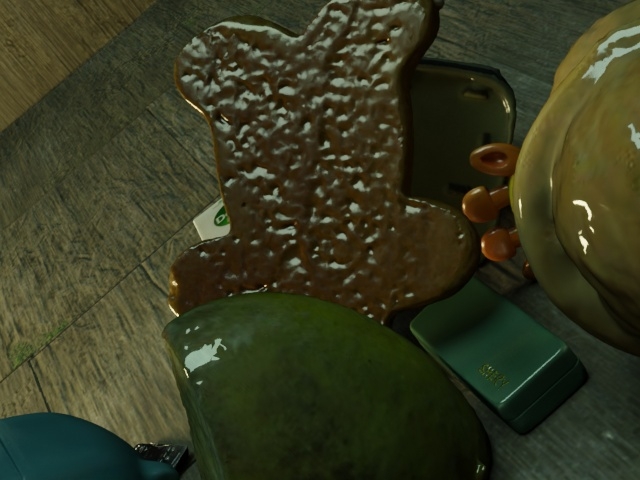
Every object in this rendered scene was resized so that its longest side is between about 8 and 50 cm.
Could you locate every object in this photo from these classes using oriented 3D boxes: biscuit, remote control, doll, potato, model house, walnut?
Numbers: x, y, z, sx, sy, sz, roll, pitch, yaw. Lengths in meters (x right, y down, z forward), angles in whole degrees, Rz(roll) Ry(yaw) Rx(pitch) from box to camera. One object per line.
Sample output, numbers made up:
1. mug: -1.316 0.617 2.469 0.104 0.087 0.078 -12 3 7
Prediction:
1. biscuit: 0.001 0.000 1.154 0.282 0.432 0.064 -11 -9 18
2. remote control: -0.166 0.222 1.339 0.096 0.014 0.039 -7 41 49
3. doll: 0.229 -0.057 1.144 0.220 0.143 0.135 -28 29 7
4. potato: -0.019 0.159 0.977 0.269 0.255 0.112 -45 26 -12
5. model house: 0.061 -0.095 1.357 0.279 0.218 0.205 -107 26 -79
6. walnut: 0.275 -0.040 0.910 0.285 0.285 0.296 -29 22 19

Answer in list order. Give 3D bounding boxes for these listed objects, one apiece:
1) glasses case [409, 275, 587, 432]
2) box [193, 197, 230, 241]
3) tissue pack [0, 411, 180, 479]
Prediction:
1. glasses case: 0.145 0.091 1.116 0.078 0.039 0.184 -41 26 -4
2. box: -0.039 -0.034 1.512 0.194 0.073 0.139 -38 27 2
3. tissue pack: -0.186 0.273 0.985 0.206 0.288 0.198 -23 19 -20
